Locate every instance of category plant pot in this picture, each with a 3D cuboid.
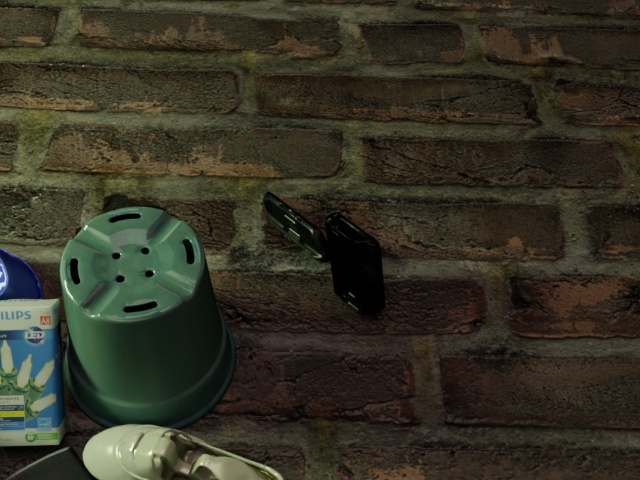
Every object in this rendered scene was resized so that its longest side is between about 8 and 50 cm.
[{"bbox_3d":[-0.333,0.134,1.872,0.341,0.334,0.341,1,52,-1],"label":"plant pot"}]

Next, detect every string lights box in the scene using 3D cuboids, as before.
[{"bbox_3d":[-0.544,0.240,1.842,0.133,0.260,0.077,-1,9,-3],"label":"string lights box"}]

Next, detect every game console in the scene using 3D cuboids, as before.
[{"bbox_3d":[0.000,0.000,2.078,0.044,0.213,0.361,-34,50,-25],"label":"game console"}]

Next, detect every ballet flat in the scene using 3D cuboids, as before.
[{"bbox_3d":[-0.233,0.400,1.790,0.400,0.139,0.139,16,54,6],"label":"ballet flat"}]

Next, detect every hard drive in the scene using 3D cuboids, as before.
[{"bbox_3d":[-0.513,0.484,1.770,0.254,0.054,0.172,-31,60,-24],"label":"hard drive"}]

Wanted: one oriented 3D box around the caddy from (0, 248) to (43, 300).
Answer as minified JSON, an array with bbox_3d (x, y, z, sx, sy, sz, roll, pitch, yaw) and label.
[{"bbox_3d":[-0.713,0.106,1.976,0.341,0.179,0.241,26,78,16],"label":"caddy"}]
